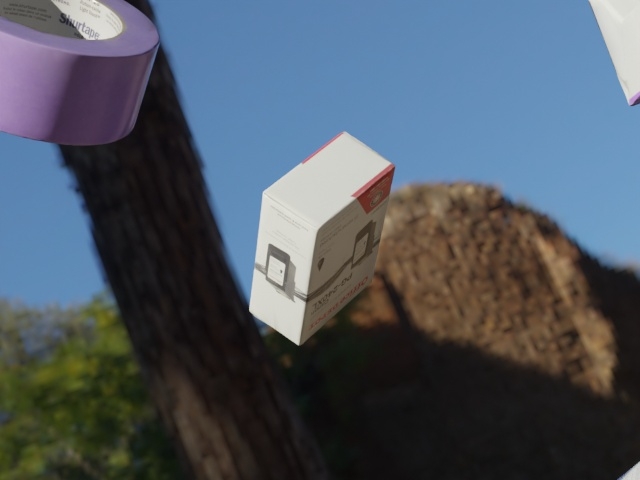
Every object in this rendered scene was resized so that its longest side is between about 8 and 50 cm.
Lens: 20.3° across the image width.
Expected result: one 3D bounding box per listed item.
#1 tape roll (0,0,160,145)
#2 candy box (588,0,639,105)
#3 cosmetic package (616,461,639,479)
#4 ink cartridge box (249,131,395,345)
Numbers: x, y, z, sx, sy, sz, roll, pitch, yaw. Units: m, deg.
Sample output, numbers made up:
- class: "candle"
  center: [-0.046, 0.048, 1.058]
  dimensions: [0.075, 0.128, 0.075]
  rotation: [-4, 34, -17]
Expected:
- class: "tape roll"
  center: [-0.230, -0.154, 1.448]
  dimensions: [0.189, 0.189, 0.080]
  rotation: [-3, -59, -44]
- class: "candy box"
  center: [0.231, -0.134, 0.766]
  dimensions: [0.196, 0.070, 0.165]
  rotation: [-18, -6, -7]
- class: "cosmetic package"
  center: [0.358, 0.154, 1.095]
  dimensions: [0.385, 0.217, 0.156]
  rotation: [-44, -2, 15]
- class: "ink cartridge box"
  center: [0.000, 0.000, 1.525]
  dimensions: [0.109, 0.063, 0.150]
  rotation: [-40, -27, -36]
